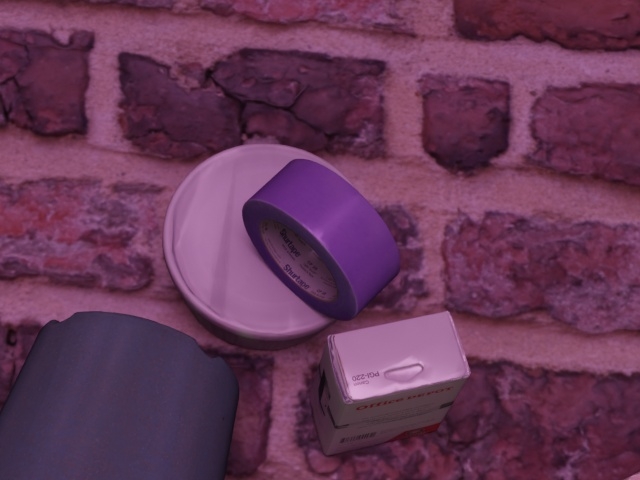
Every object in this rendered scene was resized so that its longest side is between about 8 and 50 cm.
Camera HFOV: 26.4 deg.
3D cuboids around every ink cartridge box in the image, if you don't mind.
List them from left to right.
[{"bbox_3d":[0.079,0.179,1.677,0.158,0.218,0.092,-11,68,-12],"label":"ink cartridge box"}]

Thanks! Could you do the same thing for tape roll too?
[{"bbox_3d":[0.000,0.000,1.622,0.189,0.189,0.080,43,68,11],"label":"tape roll"}]

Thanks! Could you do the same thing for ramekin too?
[{"bbox_3d":[-0.071,0.018,1.778,0.272,0.127,0.273,3,67,-7],"label":"ramekin"}]

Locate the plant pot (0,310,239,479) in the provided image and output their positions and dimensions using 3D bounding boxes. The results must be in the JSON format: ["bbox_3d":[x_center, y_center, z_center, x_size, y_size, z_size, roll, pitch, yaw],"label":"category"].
[{"bbox_3d":[-0.250,0.283,1.546,0.341,0.341,0.334,15,58,-1],"label":"plant pot"}]

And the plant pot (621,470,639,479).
[{"bbox_3d":[0.466,0.417,1.629,0.256,0.256,0.274,-26,88,-17],"label":"plant pot"}]
